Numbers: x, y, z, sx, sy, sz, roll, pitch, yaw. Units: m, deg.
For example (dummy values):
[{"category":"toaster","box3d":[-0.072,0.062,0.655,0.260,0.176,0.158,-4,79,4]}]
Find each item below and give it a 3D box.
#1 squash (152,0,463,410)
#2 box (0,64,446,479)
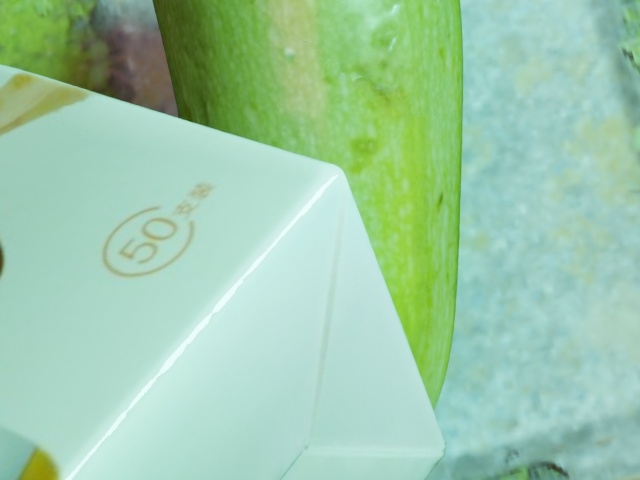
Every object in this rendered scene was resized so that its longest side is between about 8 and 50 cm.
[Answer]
[{"category":"squash","box3d":[0.016,-0.004,0.619,0.137,0.137,0.287,-12,89,12]},{"category":"box","box3d":[-0.163,0.053,0.538,0.341,0.143,0.225,20,56,35]}]
